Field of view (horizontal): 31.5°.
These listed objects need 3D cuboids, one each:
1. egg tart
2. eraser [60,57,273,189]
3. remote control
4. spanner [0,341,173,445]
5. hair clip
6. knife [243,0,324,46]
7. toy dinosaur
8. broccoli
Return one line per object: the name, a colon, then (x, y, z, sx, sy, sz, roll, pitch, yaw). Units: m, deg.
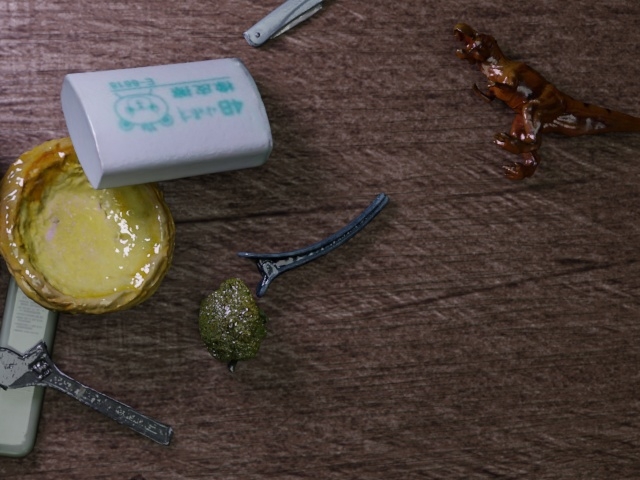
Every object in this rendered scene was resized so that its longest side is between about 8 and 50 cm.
egg tart: (-0.368, -0.016, 1.747, 0.294, 0.123, 0.294, 6, 72, -20)
eraser: (-0.233, -0.184, 1.750, 0.290, 0.104, 0.189, -11, 68, -29)
remote control: (-0.466, 0.186, 1.779, 0.090, 0.038, 0.310, 9, 88, -14)
spanner: (-0.371, 0.244, 1.780, 0.325, 0.026, 0.093, 32, 82, -19)
hair clip: (0.000, 0.000, 1.882, 0.275, 0.048, 0.083, -26, 93, -16)
knife: (-0.054, -0.372, 1.882, 0.162, 0.023, 0.044, -37, 100, -10)
toy dinosaur: (0.381, -0.203, 1.936, 0.432, 0.097, 0.208, 29, 74, -13)
broccoli: (-0.138, 0.131, 1.815, 0.120, 0.130, 0.131, -14, 58, -51)
